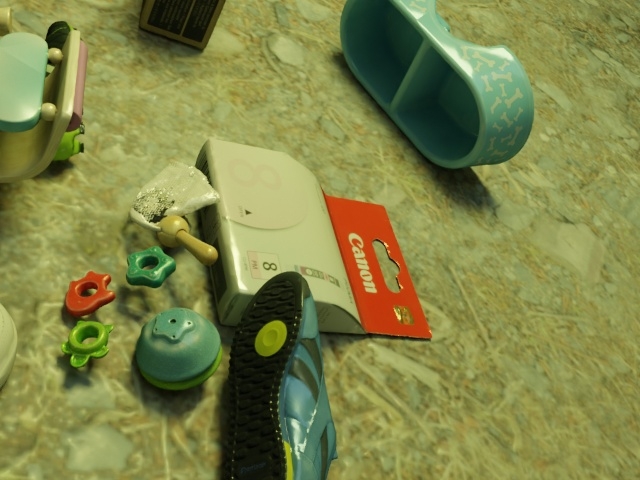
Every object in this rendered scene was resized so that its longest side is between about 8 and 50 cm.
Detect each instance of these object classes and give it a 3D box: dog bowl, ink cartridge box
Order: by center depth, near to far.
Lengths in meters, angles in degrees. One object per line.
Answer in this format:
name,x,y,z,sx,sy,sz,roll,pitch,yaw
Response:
ink cartridge box,0.000,0.000,0.815,0.232,0.066,0.189,5,49,-25
ink cartridge box,-0.136,-0.374,0.976,0.088,0.193,0.234,17,44,-20
dog bowl,0.132,-0.211,1.032,0.074,0.166,0.297,-25,67,-34

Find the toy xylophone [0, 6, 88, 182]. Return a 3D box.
toy xylophone,-0.354,-0.143,0.664,0.323,0.081,0.236,-3,50,-22

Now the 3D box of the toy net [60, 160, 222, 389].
toy net,-0.144,0.022,0.710,0.122,0.045,0.232,-3,44,-1

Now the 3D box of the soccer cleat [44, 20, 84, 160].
soccer cleat,-0.260,-0.148,0.781,0.072,0.060,0.178,0,50,-17

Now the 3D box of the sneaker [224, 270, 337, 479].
sneaker,-0.024,0.127,0.658,0.082,0.069,0.209,38,43,-43

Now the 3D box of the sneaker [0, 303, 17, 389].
sneaker,-0.291,0.067,0.466,0.108,0.169,0.293,47,40,16
